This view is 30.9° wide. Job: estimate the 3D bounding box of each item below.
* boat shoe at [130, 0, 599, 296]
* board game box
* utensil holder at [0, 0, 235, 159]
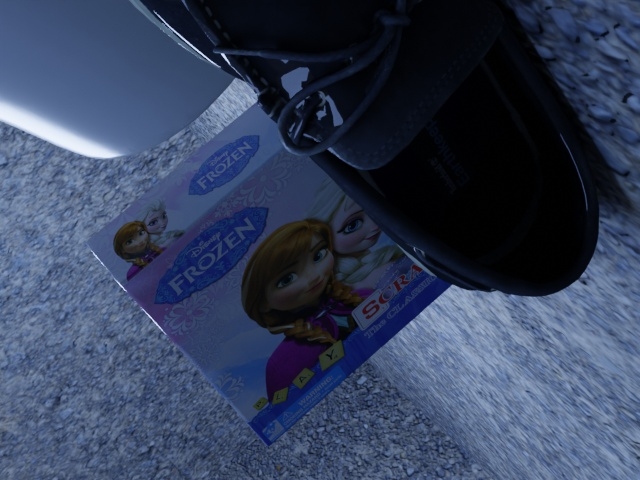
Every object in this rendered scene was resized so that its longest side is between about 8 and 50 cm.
[{"bbox_3d":[0.029,-0.132,0.732,0.500,0.187,0.156,47,175,-34],"label":"boat shoe"},{"bbox_3d":[0.000,0.000,1.033,0.066,0.318,0.318,43,171,38],"label":"board game box"},{"bbox_3d":[-0.245,-0.261,0.783,0.385,0.328,0.327,28,-169,-44],"label":"utensil holder"}]
